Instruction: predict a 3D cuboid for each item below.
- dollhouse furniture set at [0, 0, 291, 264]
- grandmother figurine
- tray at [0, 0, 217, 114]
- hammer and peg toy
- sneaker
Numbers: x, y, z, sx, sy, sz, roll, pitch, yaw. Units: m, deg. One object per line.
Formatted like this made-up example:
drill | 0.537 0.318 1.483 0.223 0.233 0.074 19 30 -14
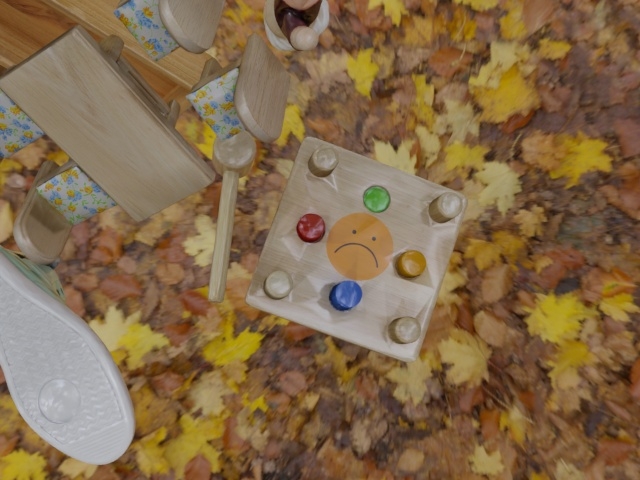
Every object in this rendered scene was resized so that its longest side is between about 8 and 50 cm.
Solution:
dollhouse furniture set | -0.172 -0.093 0.568 0.212 0.161 0.242 -25 125 24
grandmother figurine | -0.028 -0.325 1.102 0.104 0.342 0.207 12 79 -3
tray | -0.371 -0.296 1.261 0.411 0.203 0.076 31 58 -26
hammer and peg toy | 0.000 0.000 1.259 0.362 0.127 0.265 19 81 -5
sneaker | -0.242 0.093 0.847 0.094 0.151 0.256 -43 79 2
